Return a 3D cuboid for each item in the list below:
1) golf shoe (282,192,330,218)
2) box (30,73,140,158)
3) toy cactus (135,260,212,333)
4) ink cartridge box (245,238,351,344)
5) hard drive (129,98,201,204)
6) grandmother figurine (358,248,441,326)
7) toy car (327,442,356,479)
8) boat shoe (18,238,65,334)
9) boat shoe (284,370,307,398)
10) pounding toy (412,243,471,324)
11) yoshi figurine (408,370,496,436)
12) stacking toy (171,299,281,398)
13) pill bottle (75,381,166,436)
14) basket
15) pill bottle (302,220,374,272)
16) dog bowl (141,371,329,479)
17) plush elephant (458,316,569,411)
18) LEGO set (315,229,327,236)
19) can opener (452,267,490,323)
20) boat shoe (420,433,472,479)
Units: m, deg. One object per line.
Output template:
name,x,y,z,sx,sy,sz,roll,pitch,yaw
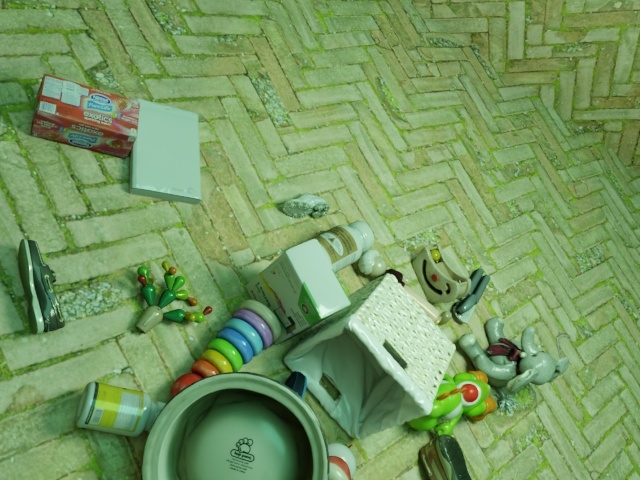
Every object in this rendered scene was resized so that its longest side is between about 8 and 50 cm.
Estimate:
golf shoe,-0.056,-0.121,1.946,0.176,0.069,0.086,4,44,-37
box,-0.634,-0.332,1.605,0.257,0.123,0.128,12,60,-30
toy cactus,-0.401,0.164,1.527,0.219,0.112,0.180,46,58,-17
ink cartridge box,-0.070,0.149,1.637,0.117,0.278,0.201,-22,80,-37
hard drive,-0.458,-0.264,1.748,0.203,0.040,0.307,9,61,-31
grandmother figurine,0.257,0.165,1.964,0.342,0.104,0.208,47,24,-3
toy car,0.012,0.613,1.539,0.219,0.210,0.238,48,20,7
boat shoe,-0.656,0.104,1.388,0.069,0.081,0.227,-7,77,-40
boat shoe,-0.114,0.449,1.559,0.089,0.109,0.258,34,49,-11
pounding toy,0.408,0.148,2.050,0.155,0.154,0.269,-12,73,-38
yoshi figurine,0.391,0.512,1.867,0.362,0.204,0.203,8,101,-47
stacking toy,-0.249,0.306,1.531,0.141,0.141,0.330,47,53,-4
pill bottle,-0.454,0.392,1.354,0.184,0.103,0.103,21,56,-25
basket,0.140,0.326,1.663,0.328,0.331,0.266,49,43,-3
pill bottle,0.057,0.023,1.874,0.229,0.131,0.131,-27,83,-35
dog bowl,-0.183,0.500,1.343,0.408,0.150,0.407,0,82,1
plush elephant,0.678,0.408,2.020,0.272,0.255,0.330,-5,71,-43
LEGO set,-0.002,-0.001,1.938,0.083,0.023,0.054,-35,86,-28
can opener,0.567,0.200,2.182,0.074,0.093,0.280,47,44,-4
boat shoe,0.388,0.745,1.741,0.123,0.120,0.324,18,48,-48
